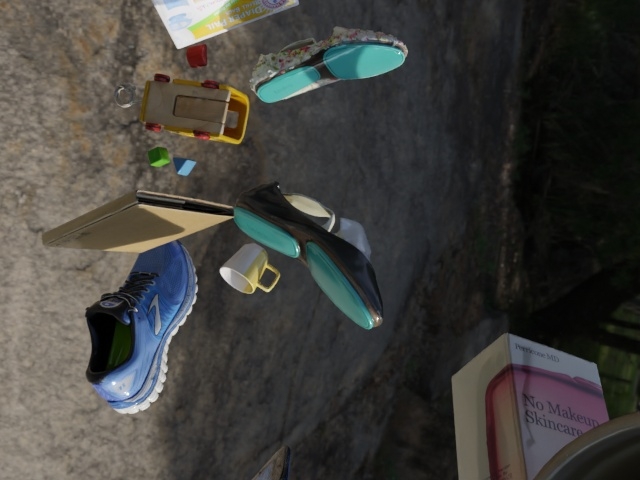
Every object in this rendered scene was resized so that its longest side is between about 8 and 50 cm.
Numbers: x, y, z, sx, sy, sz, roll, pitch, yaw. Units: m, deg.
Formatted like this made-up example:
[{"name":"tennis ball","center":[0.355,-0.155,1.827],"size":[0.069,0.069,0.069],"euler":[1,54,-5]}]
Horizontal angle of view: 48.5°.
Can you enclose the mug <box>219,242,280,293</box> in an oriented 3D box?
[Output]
[{"name":"mug","center":[-0.108,0.044,1.106],"size":[0.078,0.062,0.064],"euler":[45,60,-19]}]

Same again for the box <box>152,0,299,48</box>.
[{"name":"box","center":[-0.148,-0.391,1.060],"size":[0.114,0.203,0.103],"euler":[66,6,-58]}]

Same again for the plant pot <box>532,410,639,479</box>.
[{"name":"plant pot","center":[0.347,0.296,0.550],"size":[0.281,0.323,0.322],"euler":[15,85,-43]}]

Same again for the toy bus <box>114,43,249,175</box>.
[{"name":"toy bus","center":[-0.225,-0.226,1.241],"size":[0.202,0.191,0.104],"euler":[59,16,13]}]

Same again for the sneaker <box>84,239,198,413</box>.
[{"name":"sneaker","center":[-0.312,0.119,1.224],"size":[0.147,0.130,0.329],"euler":[57,34,-50]}]

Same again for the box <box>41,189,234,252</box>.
[{"name":"box","center":[-0.243,-0.020,0.949],"size":[0.164,0.201,0.021],"euler":[6,70,-52]}]

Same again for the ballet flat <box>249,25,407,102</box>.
[{"name":"ballet flat","center":[0.005,-0.272,1.043],"size":[0.091,0.241,0.077],"euler":[53,29,-58]}]

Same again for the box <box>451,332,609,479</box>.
[{"name":"box","center":[0.260,0.254,0.861],"size":[0.126,0.149,0.232],"euler":[125,-22,-44]}]

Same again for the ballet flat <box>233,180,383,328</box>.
[{"name":"ballet flat","center":[0.000,0.000,0.934],"size":[0.096,0.280,0.095],"euler":[-39,149,-23]}]

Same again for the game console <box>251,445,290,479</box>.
[{"name":"game console","center":[-0.183,0.382,0.882],"size":[0.250,0.173,0.293],"euler":[31,103,-38]}]
